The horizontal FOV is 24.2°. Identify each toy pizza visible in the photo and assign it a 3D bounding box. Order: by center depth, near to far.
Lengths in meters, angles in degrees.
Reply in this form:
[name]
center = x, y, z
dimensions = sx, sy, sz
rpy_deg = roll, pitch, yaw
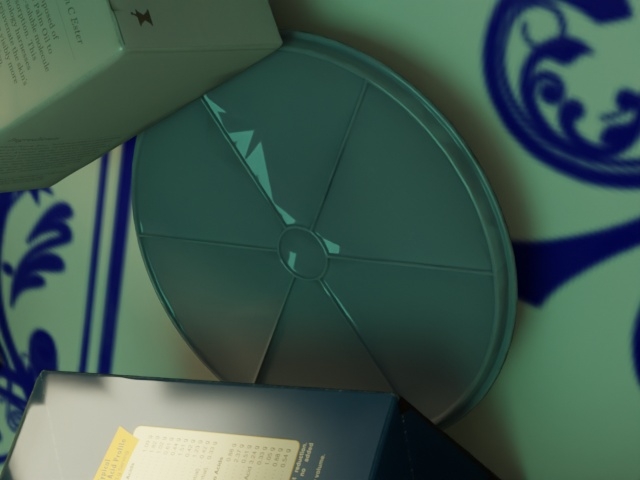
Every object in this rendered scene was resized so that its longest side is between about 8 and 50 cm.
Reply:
[toy pizza]
center = 0.000, 0.000, 0.669
dimensions = 0.201, 0.032, 0.201
rpy_deg = 16, 122, 28

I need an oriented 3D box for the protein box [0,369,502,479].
[protein box]
center = -0.044, 0.176, 0.654
dimensions = 0.201, 0.199, 0.136
rpy_deg = 0, 151, 35

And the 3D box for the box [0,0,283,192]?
[box]
center = -0.120, -0.106, 0.637
dimensions = 0.170, 0.091, 0.130
rpy_deg = -24, 81, 40
